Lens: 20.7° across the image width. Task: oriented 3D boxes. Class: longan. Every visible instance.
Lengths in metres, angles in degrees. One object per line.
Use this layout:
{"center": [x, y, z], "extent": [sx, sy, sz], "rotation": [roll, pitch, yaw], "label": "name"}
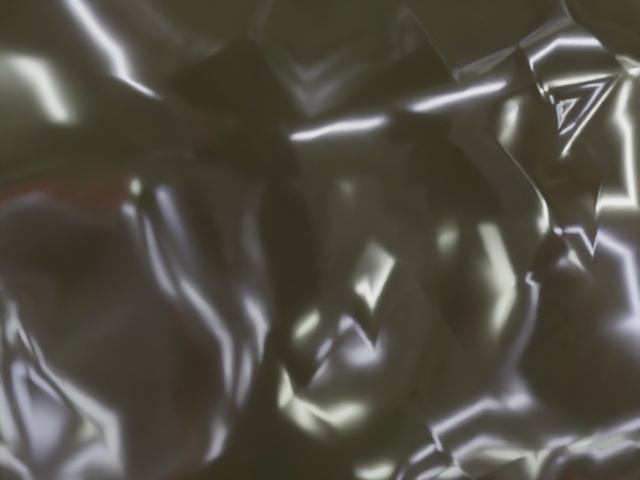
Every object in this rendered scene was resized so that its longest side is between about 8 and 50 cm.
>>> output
{"center": [0.005, -0.002, 0.586], "extent": [0.404, 0.404, 0.436], "rotation": [45, 25, 20], "label": "longan"}
